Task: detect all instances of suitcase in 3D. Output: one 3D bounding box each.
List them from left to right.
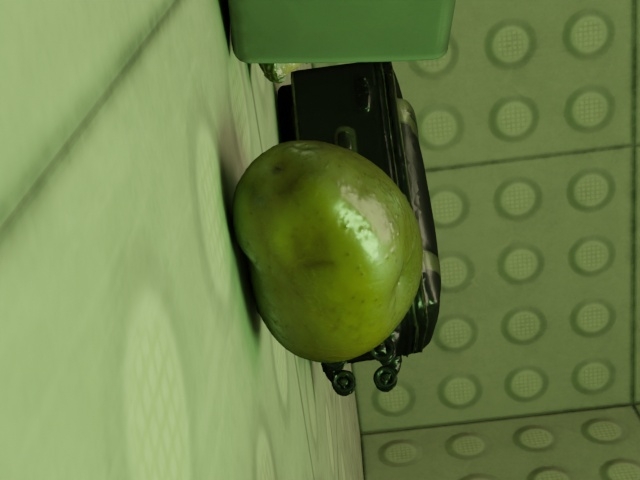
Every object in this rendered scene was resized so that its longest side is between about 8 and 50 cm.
[{"bbox_3d":[0.055,-0.025,1.311,0.283,0.194,0.433,76,6,-72],"label":"suitcase"}]

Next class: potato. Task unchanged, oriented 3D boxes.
[{"bbox_3d":[0.000,0.000,0.730,0.194,0.157,0.157,59,21,-51],"label":"potato"}]

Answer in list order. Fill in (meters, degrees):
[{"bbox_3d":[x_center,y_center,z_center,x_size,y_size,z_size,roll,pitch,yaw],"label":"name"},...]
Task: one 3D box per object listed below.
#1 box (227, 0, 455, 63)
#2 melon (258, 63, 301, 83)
[{"bbox_3d":[0.016,-0.231,0.806,0.148,0.210,0.129,-94,-176,-45],"label":"box"},{"bbox_3d":[-0.036,-0.224,0.955,0.202,0.093,0.139,53,38,-76],"label":"melon"}]
